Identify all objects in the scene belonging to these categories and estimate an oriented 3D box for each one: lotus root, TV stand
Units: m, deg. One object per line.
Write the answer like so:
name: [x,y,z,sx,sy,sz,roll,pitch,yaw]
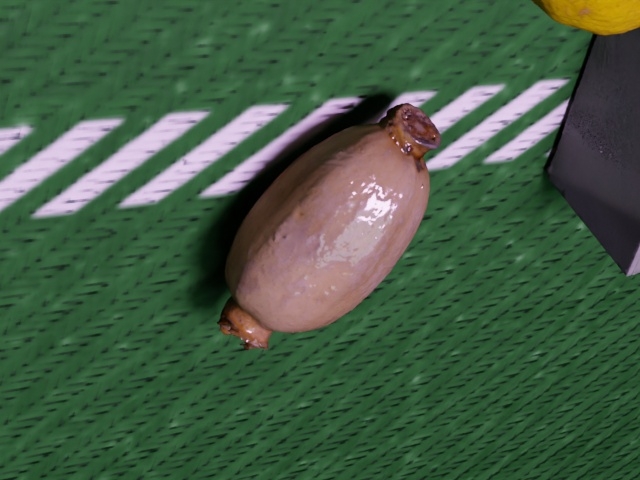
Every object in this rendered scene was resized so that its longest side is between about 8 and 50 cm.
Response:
lotus root: [0.000,0.000,0.824,0.073,0.062,0.150,15,122,-48]
TV stand: [0.193,-0.108,0.835,0.088,0.083,0.269,-17,142,-27]

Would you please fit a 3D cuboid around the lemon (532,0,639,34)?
lemon: [0.120,-0.136,0.738,0.082,0.082,0.111,-24,142,-15]
